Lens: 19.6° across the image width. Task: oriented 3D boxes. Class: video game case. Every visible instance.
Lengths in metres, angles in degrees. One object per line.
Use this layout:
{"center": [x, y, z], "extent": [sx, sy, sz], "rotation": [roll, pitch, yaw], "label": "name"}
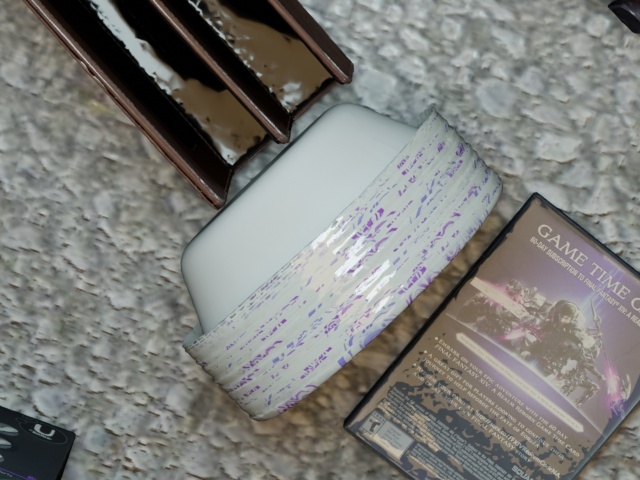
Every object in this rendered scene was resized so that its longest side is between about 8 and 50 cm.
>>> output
{"center": [0.181, 0.121, 1.659], "extent": [0.196, 0.026, 0.274], "rotation": [38, 99, -7], "label": "video game case"}

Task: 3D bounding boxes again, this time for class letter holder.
{"center": [-0.126, -0.194, 1.500], "extent": [0.152, 0.214, 0.302], "rotation": [-41, 98, 8], "label": "letter holder"}

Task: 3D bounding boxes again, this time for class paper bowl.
{"center": [0.000, 0.000, 1.505], "extent": [0.284, 0.284, 0.148], "rotation": [-44, 93, 9], "label": "paper bowl"}

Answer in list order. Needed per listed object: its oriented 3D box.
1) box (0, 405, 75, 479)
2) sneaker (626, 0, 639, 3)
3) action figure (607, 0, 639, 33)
{"center": [-0.313, 0.250, 1.565], "extent": [0.143, 0.270, 0.165], "rotation": [20, 101, -4], "label": "box"}
{"center": [0.173, -0.282, 1.482], "extent": [0.290, 0.106, 0.123], "rotation": [28, 94, 30], "label": "sneaker"}
{"center": [0.325, -0.310, 1.530], "extent": [0.285, 0.099, 0.185], "rotation": [-44, 96, 8], "label": "action figure"}
